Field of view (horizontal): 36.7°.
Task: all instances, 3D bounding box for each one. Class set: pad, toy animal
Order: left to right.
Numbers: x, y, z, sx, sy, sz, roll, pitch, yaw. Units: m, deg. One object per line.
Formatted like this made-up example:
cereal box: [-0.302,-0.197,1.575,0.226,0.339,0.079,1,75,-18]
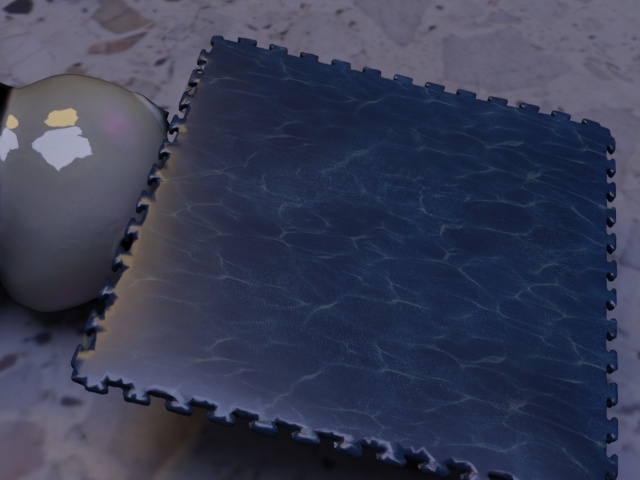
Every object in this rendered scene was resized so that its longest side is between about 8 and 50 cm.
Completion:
toy animal: [-0.176,-0.021,0.571,0.179,0.138,0.166,0,68,-9]
pad: [0.033,-0.002,0.527,0.269,0.012,0.269,12,51,0]

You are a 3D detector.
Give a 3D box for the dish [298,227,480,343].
dish: [0.000,0.000,0.575,0.190,0.066,0.191,4,49,-4]
